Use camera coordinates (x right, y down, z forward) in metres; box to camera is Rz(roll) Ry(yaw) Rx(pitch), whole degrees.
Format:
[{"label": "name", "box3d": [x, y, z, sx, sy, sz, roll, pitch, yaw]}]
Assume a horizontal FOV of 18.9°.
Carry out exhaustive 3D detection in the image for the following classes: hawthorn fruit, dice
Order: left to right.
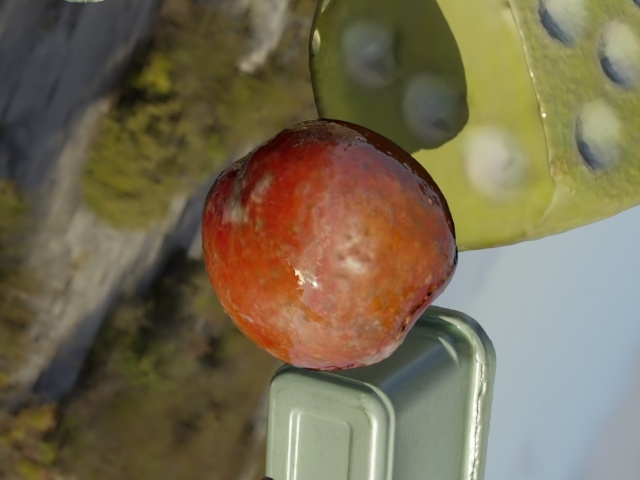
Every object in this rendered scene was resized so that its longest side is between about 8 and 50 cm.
[{"label": "hawthorn fruit", "box3d": [0.000, 0.000, 1.285, 0.173, 0.173, 0.173, 23, 90, -85]}, {"label": "dice", "box3d": [0.152, -0.132, 1.509, 0.227, 0.238, 0.233, -24, 102, -40]}]

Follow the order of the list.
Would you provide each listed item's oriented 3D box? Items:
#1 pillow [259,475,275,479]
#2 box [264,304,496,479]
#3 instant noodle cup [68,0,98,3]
[{"label": "pillow", "box3d": [-0.009, 0.240, 1.153, 0.118, 0.185, 0.043, -36, 170, -35]}, {"label": "box", "box3d": [0.041, 0.224, 1.801, 0.182, 0.175, 0.312, -28, 126, -57]}, {"label": "instant noodle cup", "box3d": [-0.210, -0.313, 1.439, 0.182, 0.230, 0.230, 20, 94, -45]}]
